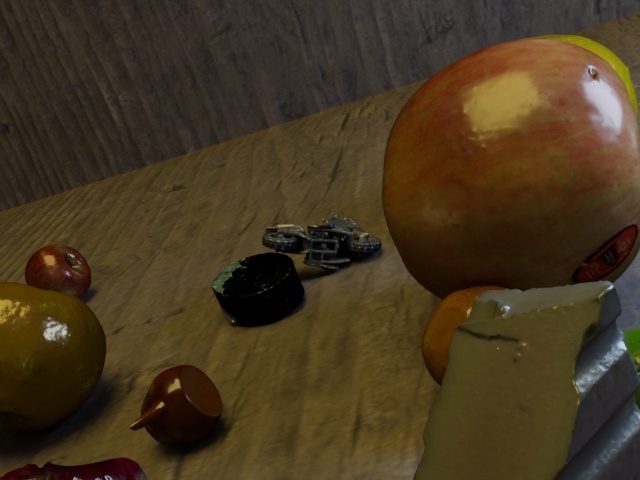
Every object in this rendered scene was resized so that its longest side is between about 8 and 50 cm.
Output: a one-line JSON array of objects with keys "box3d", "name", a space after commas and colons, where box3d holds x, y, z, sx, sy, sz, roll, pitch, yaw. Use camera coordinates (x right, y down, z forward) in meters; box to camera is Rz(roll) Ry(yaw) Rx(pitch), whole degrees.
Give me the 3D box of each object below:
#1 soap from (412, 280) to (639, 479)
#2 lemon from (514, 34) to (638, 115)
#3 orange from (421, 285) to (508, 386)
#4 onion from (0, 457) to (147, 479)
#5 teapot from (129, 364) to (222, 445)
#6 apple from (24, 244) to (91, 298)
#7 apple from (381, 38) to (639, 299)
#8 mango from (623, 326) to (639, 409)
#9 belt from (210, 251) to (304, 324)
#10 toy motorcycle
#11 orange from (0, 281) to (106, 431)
[{"box3d": [0.152, 0.205, 0.756, 0.159, 0.258, 0.302, 4, 31, 47], "name": "soap"}, {"box3d": [0.418, -0.226, 1.618, 0.336, 0.336, 0.336, -17, 19, 6], "name": "lemon"}, {"box3d": [0.205, 0.126, 1.110, 0.159, 0.136, 0.159, -14, 20, 5], "name": "orange"}, {"box3d": [-0.300, 0.352, 0.961, 0.272, 0.195, 0.272, -27, -16, -9], "name": "onion"}, {"box3d": [-0.205, 0.243, 1.255, 0.116, 0.116, 0.173, -11, -6, 22], "name": "teapot"}, {"box3d": [-0.605, 0.082, 2.016, 0.131, 0.146, 0.146, -38, 12, 20], "name": "apple"}, {"box3d": [0.266, -0.080, 1.248, 0.346, 0.392, 0.391, -11, 20, 11], "name": "apple"}, {"box3d": [0.358, 0.149, 0.939, 0.232, 0.111, 0.125, -14, 13, 11], "name": "mango"}, {"box3d": [-0.119, 0.089, 1.617, 0.151, 0.078, 0.198, -34, 25, -25], "name": "belt"}, {"box3d": [0.000, -0.001, 1.705, 0.229, 0.094, 0.130, 2, 18, -7], "name": "toy motorcycle"}, {"box3d": [-0.493, 0.190, 1.438, 0.279, 0.235, 0.279, 4, -17, 1], "name": "orange"}]
